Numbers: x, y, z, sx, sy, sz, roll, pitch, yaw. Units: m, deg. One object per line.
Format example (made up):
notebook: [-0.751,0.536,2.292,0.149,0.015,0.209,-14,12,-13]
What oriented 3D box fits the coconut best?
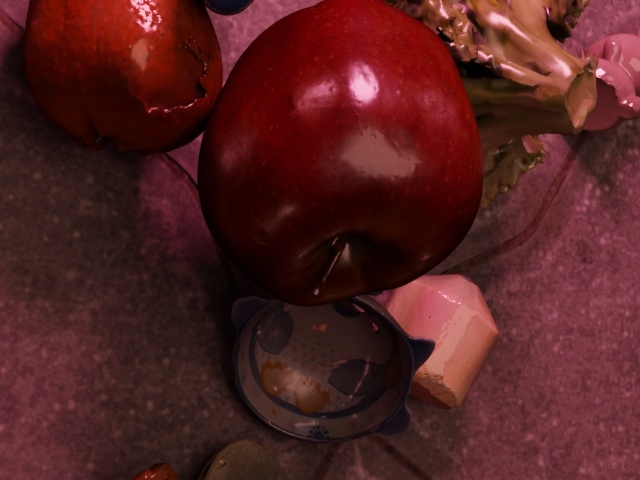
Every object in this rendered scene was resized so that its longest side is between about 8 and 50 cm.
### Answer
coconut: [0.138,0.110,1.822,0.147,0.147,0.152,34,77,-25]

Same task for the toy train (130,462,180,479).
toy train: [-0.113,0.413,1.574,0.163,0.232,0.369,-40,107,-33]

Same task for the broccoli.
broccoli: [0.187,-0.198,1.794,0.293,0.281,0.347,-12,111,-46]

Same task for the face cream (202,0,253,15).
face cream: [-0.088,-0.310,1.588,0.083,0.264,0.149,8,115,-5]

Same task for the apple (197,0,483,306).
apple: [0.023,-0.089,1.566,0.288,0.288,0.316,27,47,-28]

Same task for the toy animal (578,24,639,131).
toy animal: [0.409,-0.231,2.066,0.212,0.124,0.124,-42,107,-38]

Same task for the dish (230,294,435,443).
dish: [0.015,0.118,1.736,0.086,0.228,0.236,-88,153,-61]

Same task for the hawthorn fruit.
hawthorn fruit: [-0.213,-0.232,1.601,0.211,0.211,0.299,-1,80,-33]

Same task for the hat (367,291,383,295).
hat: [0.000,0.000,1.753,0.191,0.138,0.078,19,100,-38]

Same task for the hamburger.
hamburger: [-0.084,0.298,1.699,0.140,0.062,0.133,51,46,-11]
